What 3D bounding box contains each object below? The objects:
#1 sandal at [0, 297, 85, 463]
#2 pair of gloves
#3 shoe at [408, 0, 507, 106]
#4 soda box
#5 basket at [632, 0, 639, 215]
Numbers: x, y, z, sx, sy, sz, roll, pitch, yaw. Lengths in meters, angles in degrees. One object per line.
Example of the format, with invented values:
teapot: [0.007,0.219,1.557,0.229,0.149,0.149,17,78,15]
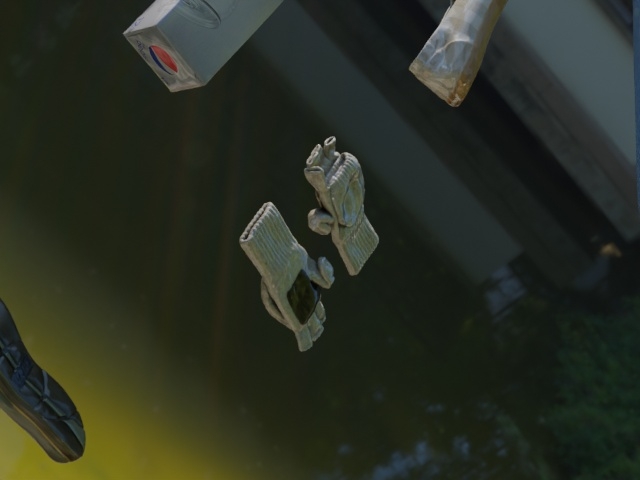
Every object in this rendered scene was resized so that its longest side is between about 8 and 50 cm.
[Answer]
sandal: [-0.232,0.089,0.858,0.180,0.049,0.072,56,14,-14]
pair of gloves: [0.000,0.000,1.593,0.240,0.042,0.204,-51,135,-37]
shoe: [0.144,-0.225,1.164,0.058,0.076,0.219,25,61,1]
soda box: [-0.104,-0.313,1.499,0.098,0.286,0.091,51,-25,-25]
basket: [0.220,-0.144,0.526,0.254,0.201,0.289,-13,102,-34]
